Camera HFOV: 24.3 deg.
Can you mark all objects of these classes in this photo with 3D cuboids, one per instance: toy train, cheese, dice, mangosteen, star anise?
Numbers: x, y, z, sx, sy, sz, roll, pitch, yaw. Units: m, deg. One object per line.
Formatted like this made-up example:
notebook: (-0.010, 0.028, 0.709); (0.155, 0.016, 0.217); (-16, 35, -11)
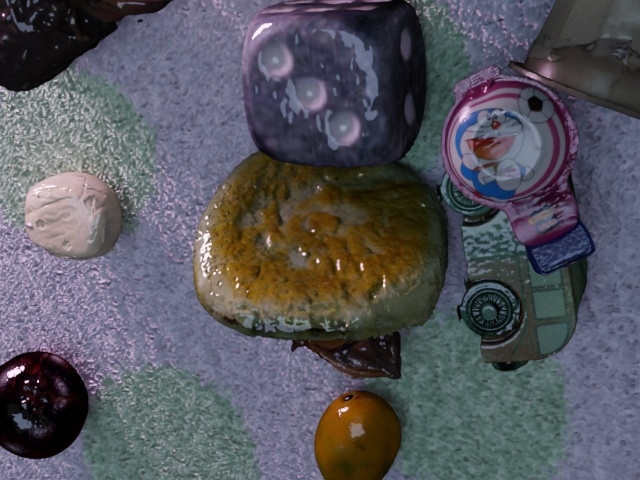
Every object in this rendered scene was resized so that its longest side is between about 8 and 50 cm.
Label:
toy train: (0.231, -0.002, 1.774); (0.159, 0.129, 0.326); (-7, 104, 15)
cheese: (0.224, -0.077, 1.657); (0.155, 0.062, 0.244); (-24, 100, 14)
dice: (0.019, -0.191, 1.752); (0.182, 0.181, 0.183); (3, 110, 18)
mangosteen: (-0.395, 0.229, 2.067); (0.152, 0.152, 0.152); (6, 109, 17)
star anise: (-0.004, 0.086, 1.874); (0.220, 0.099, 0.214); (44, 153, -24)

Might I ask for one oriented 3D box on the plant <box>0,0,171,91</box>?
plant: (-0.340, -0.303, 1.842); (0.234, 0.178, 0.204); (-35, 93, 31)

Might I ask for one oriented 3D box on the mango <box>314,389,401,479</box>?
mango: (0.043, 0.269, 1.948); (0.111, 0.089, 0.163); (31, 123, 6)

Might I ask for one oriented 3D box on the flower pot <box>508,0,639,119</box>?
flower pot: (0.337, -0.243, 1.623); (0.212, 0.212, 0.202); (23, 106, 11)

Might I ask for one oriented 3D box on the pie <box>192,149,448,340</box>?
pie: (0.000, 0.000, 1.791); (0.323, 0.323, 0.070); (20, 145, 12)

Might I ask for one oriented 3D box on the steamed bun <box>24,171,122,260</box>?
steamed bun: (-0.321, -0.036, 1.970); (0.130, 0.091, 0.112); (8, 108, 15)
